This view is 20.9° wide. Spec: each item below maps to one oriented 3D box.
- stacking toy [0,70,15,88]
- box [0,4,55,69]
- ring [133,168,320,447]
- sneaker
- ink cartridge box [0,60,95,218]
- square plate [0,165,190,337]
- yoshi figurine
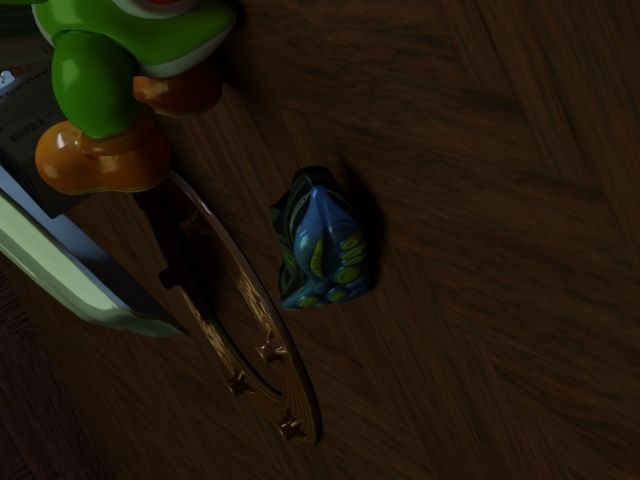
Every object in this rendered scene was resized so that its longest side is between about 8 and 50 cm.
[{"bbox_3d":[-0.465,-0.240,2.304,0.221,0.052,0.167,58,165,8],"label":"stacking toy"},{"bbox_3d":[-0.363,-0.291,1.560,0.058,0.232,0.322,-44,74,37],"label":"box"},{"bbox_3d":[-0.103,0.070,1.764,0.336,0.032,0.336,52,163,23],"label":"ring"},{"bbox_3d":[0.000,0.000,1.264,0.188,0.067,0.078,96,162,-69],"label":"sneaker"},{"bbox_3d":[-0.260,-0.110,1.741,0.175,0.127,0.072,39,158,55],"label":"ink cartridge box"},{"bbox_3d":[-0.294,-0.014,1.745,0.347,0.049,0.344,41,178,8],"label":"square plate"},{"bbox_3d":[-0.197,-0.214,1.230,0.203,0.203,0.362,54,163,45],"label":"yoshi figurine"}]
